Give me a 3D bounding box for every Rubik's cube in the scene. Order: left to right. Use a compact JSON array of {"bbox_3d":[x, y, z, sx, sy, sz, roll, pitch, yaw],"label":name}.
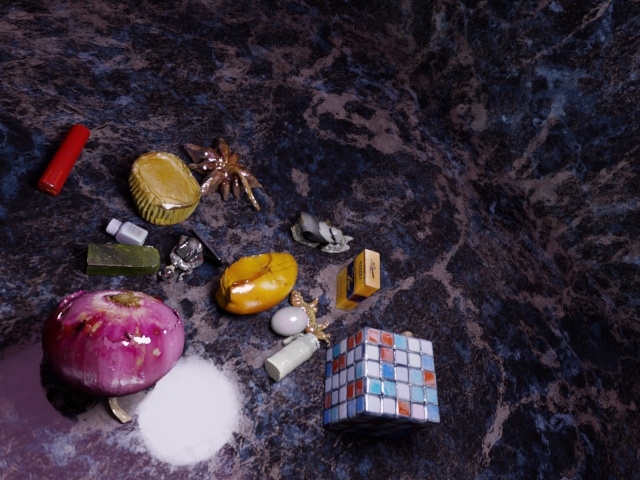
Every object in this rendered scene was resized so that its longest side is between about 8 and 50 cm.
[{"bbox_3d":[0.199,0.492,1.670,0.287,0.293,0.291,16,57,-21],"label":"Rubik's cube"}]

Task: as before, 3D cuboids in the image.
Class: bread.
[{"bbox_3d":[-0.555,-0.184,1.730,0.227,0.142,0.253,-21,71,-36],"label":"bread"}]

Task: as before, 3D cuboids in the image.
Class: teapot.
[{"bbox_3d":[-0.104,0.389,1.697,0.107,0.077,0.200,32,43,31],"label":"teapot"}]

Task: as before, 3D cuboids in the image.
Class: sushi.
[{"bbox_3d":[0.004,-0.013,1.994,0.273,0.109,0.134,14,51,-41],"label":"sushi"}]

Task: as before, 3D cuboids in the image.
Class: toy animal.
[{"bbox_3d":[-0.035,0.289,1.812,0.099,0.057,0.241,-16,73,-29],"label":"toy animal"}]

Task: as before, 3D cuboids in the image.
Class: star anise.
[{"bbox_3d":[-0.369,-0.267,1.911,0.293,0.109,0.349,-6,66,-28],"label":"star anise"}]

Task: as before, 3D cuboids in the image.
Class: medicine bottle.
[{"bbox_3d":[-0.642,-0.022,1.622,0.118,0.074,0.055,28,52,-12],"label":"medicine bottle"}]

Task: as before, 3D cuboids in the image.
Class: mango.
[{"bbox_3d":[-0.214,0.140,1.722,0.350,0.201,0.199,-20,110,-46],"label":"mango"}]

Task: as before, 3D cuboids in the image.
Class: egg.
[{"bbox_3d":[-0.109,0.285,1.729,0.135,0.103,0.103,-11,67,-13],"label":"egg"}]

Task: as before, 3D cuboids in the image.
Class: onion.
[{"bbox_3d":[-0.574,0.286,1.340,0.358,0.358,0.345,37,92,-6],"label":"onion"}]

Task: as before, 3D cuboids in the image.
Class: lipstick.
[{"bbox_3d":[-0.861,-0.275,1.648,0.073,0.073,0.279,22,54,-18],"label":"lipstick"}]

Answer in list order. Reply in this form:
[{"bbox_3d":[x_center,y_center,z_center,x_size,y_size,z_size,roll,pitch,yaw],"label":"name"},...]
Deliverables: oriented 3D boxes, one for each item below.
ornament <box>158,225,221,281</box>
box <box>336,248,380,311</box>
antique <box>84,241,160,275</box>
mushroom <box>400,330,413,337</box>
[{"bbox_3d":[-0.464,0.074,1.674,0.196,0.153,0.166,-40,85,-16],"label":"ornament"},{"bbox_3d":[0.140,0.156,1.870,0.070,0.237,0.152,16,56,-18],"label":"box"},{"bbox_3d":[-0.632,0.064,1.574,0.221,0.080,0.081,6,61,-29],"label":"antique"},{"bbox_3d":[0.367,0.461,1.921,0.097,0.088,0.212,-23,67,-5],"label":"mushroom"}]
